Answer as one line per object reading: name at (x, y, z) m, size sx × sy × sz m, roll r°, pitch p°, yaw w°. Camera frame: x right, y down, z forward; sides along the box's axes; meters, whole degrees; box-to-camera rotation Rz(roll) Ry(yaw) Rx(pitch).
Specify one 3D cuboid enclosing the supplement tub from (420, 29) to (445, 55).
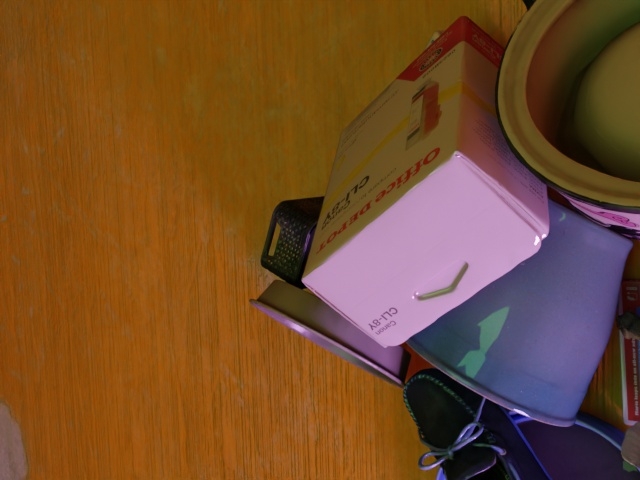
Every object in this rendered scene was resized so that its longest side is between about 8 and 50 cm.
supplement tub at (0.179, -0.258, 1.332) m, size 0.071 × 0.071 × 0.107 m, roll 46°, pitch 123°, yaw 26°

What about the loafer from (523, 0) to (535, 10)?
loafer at (0.318, -0.321, 1.201) m, size 0.223 × 0.076 × 0.078 m, roll 38°, pitch 111°, yaw 26°

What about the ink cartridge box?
ink cartridge box at (0.145, -0.089, 1.169) m, size 0.160 × 0.385 × 0.279 m, roll 38°, pitch 124°, yaw -18°

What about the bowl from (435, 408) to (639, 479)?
bowl at (0.348, 0.428, 1.283) m, size 0.391 × 0.077 × 0.391 m, roll 7°, pitch 101°, yaw 39°

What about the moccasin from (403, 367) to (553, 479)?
moccasin at (0.235, 0.316, 1.234) m, size 0.342 × 0.117 × 0.138 m, roll 45°, pitch 122°, yaw 27°

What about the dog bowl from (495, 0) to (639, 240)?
dog bowl at (0.416, -0.172, 0.987) m, size 0.408 × 0.150 × 0.408 m, roll -16°, pitch 54°, yaw 23°

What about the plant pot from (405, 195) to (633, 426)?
plant pot at (0.281, 0.068, 1.186) m, size 0.271 × 0.271 × 0.255 m, roll 32°, pitch 100°, yaw 33°

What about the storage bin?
storage bin at (0.000, 0.000, 1.446) m, size 0.084 × 0.180 × 0.122 m, roll 30°, pitch 114°, yaw 32°

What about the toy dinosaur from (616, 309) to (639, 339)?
toy dinosaur at (0.471, 0.150, 1.075) m, size 0.268 × 0.064 × 0.118 m, roll 1°, pitch 105°, yaw 53°

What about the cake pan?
cake pan at (0.024, 0.147, 1.406) m, size 0.293 × 0.293 × 0.054 m, roll 24°, pitch 80°, yaw 35°

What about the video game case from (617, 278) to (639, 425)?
video game case at (0.529, 0.154, 1.125) m, size 0.285 × 0.025 × 0.204 m, roll 0°, pitch 96°, yaw 40°

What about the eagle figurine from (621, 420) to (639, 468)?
eagle figurine at (0.474, 0.367, 1.055) m, size 0.226 × 0.225 × 0.298 m, roll 1°, pitch 98°, yaw 29°
